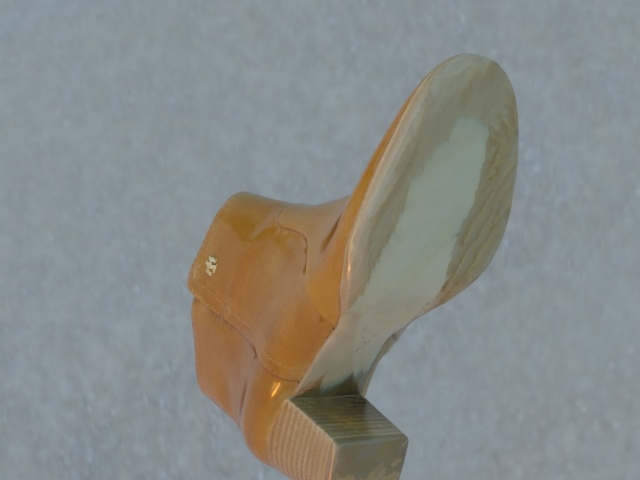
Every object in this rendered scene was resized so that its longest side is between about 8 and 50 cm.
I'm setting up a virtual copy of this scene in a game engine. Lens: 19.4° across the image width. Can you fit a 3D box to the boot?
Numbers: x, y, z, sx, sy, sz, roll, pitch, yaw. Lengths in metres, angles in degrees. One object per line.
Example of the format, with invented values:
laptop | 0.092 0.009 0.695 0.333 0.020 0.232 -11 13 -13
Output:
boot | 0.001 0.001 1.133 0.104 0.295 0.211 5 19 -34
